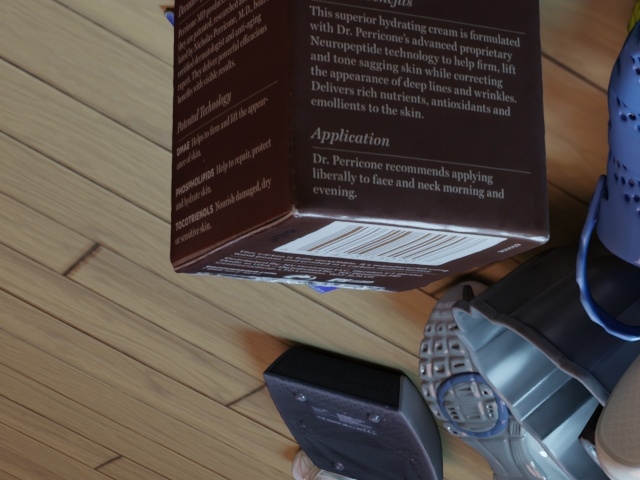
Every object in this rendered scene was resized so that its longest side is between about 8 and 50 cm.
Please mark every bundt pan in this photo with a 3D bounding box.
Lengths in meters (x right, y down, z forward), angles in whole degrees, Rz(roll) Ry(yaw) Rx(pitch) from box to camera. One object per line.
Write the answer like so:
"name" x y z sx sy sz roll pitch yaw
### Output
"bundt pan" 0.256 0.127 1.324 0.331 0.124 0.331 46 172 9

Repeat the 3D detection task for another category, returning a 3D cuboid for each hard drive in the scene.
"hard drive" 0.045 0.196 1.859 0.172 0.054 0.254 14 155 21

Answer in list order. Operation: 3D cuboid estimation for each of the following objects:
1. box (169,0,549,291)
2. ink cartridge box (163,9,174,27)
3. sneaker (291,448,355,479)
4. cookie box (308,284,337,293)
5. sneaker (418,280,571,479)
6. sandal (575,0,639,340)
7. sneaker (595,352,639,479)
"box" 0.019 -0.086 1.030 0.168 0.203 0.167 6 166 -26
"ink cartridge box" 0.012 -0.083 1.301 0.224 0.045 0.223 8 153 33
"sneaker" 0.003 0.279 2.072 0.054 0.061 0.152 30 157 -20
"cookie box" 0.000 0.000 1.497 0.092 0.040 0.107 34 154 -21
"sneaker" 0.186 0.147 1.565 0.111 0.129 0.297 2 131 45
"sandal" 0.226 -0.035 1.096 0.126 0.138 0.317 19 155 15
"sneaker" 0.259 0.029 1.045 0.118 0.292 0.110 31 -165 -43
